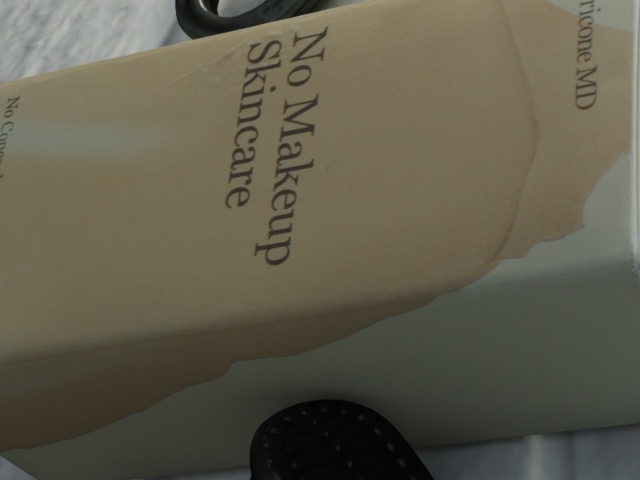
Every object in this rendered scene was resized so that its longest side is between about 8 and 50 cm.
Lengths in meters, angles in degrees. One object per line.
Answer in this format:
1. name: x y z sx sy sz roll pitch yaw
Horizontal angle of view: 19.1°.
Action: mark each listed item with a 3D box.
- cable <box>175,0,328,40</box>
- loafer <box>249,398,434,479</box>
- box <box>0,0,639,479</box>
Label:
1. cable: 0.052 -0.193 0.905 0.139 0.072 0.287 32 93 23
2. loafer: 0.039 0.159 0.674 0.080 0.078 0.220 -12 55 -25
3. box: 0.000 0.000 0.754 0.311 0.121 0.148 -11 56 26
